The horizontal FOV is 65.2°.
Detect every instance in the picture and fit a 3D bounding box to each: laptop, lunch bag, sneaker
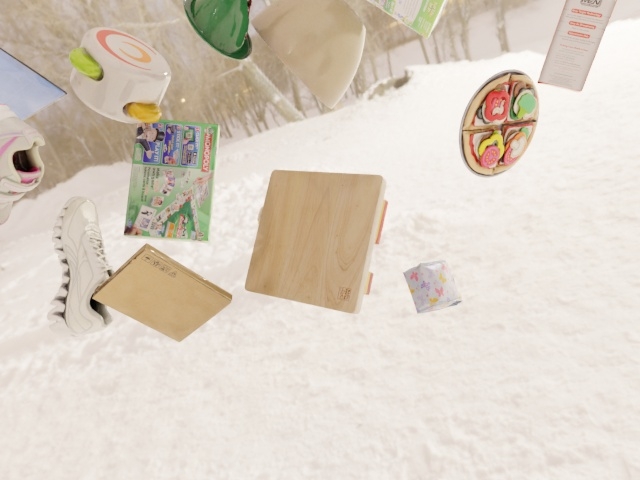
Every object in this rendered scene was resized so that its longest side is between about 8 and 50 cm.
[{"bbox_3d":[-0.886,-0.346,1.135,0.381,0.237,0.408,-1,28,45],"label":"laptop"},{"bbox_3d":[0.176,0.071,0.768,0.083,0.071,0.053,-6,-20,-37],"label":"lunch bag"},{"bbox_3d":[-0.601,-0.123,0.955,0.252,0.111,0.103,-63,-4,27],"label":"sneaker"},{"bbox_3d":[-0.474,0.051,1.029,0.118,0.293,0.110,-7,-10,20],"label":"sneaker"}]

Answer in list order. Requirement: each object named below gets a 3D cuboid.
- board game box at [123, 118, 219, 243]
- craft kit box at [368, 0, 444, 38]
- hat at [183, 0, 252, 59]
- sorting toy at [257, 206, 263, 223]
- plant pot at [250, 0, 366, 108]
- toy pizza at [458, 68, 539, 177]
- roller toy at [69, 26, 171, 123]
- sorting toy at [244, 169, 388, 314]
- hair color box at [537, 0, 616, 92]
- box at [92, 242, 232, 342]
[{"bbox_3d":[-0.385,-0.158,1.311,0.213,0.318,0.046,4,-11,-6],"label":"board game box"},{"bbox_3d":[0.174,-0.588,1.126,0.061,0.246,0.250,-53,-1,1],"label":"craft kit box"},{"bbox_3d":[-0.167,-0.518,1.041,0.183,0.209,0.172,-33,-20,36],"label":"hat"},{"bbox_3d":[-0.159,-0.064,1.587,0.045,0.075,0.083,-63,17,13],"label":"sorting toy"},{"bbox_3d":[-0.002,-0.493,1.216,0.191,0.284,0.284,-42,15,15],"label":"plant pot"},{"bbox_3d":[0.340,-0.211,0.926,0.201,0.201,0.032,-30,35,-16],"label":"toy pizza"},{"bbox_3d":[-0.445,-0.362,1.122,0.146,0.209,0.191,-52,28,30],"label":"roller toy"},{"bbox_3d":[0.000,0.000,0.994,0.255,0.257,0.089,8,-9,31],"label":"sorting toy"},{"bbox_3d":[0.409,-0.318,0.805,0.071,0.141,0.043,20,19,15],"label":"hair color box"},{"bbox_3d":[-0.296,0.107,0.947,0.164,0.201,0.021,-37,36,21],"label":"box"}]
